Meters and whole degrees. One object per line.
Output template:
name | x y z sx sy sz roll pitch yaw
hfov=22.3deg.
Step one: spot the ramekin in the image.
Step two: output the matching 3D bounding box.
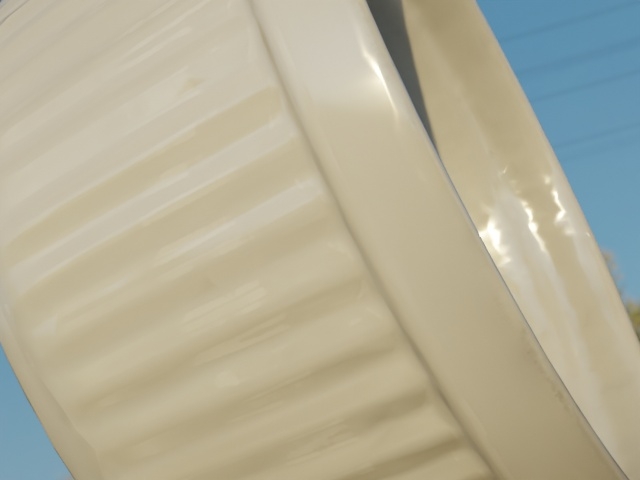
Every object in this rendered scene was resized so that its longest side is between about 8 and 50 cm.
ramekin | 0.000 0.000 0.413 0.109 0.207 0.207 -26 -20 15
